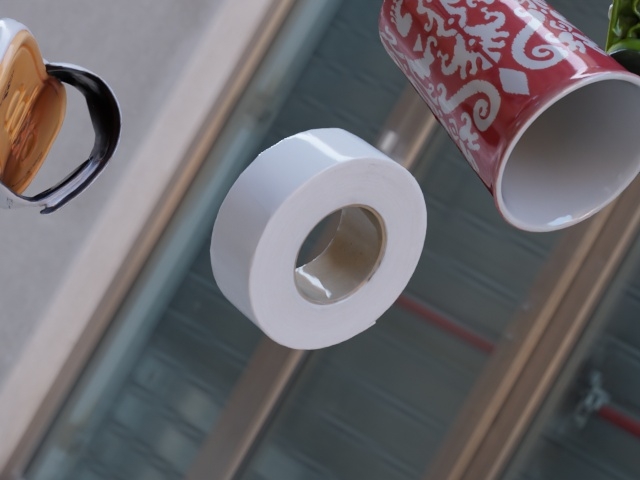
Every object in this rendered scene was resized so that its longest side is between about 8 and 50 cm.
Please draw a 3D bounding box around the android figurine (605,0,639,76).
[{"bbox_3d":[0.232,-0.179,1.077,0.056,0.248,0.273,10,21,12],"label":"android figurine"}]

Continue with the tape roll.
[{"bbox_3d":[0.000,0.000,2.002,0.286,0.286,0.100,32,4,-46],"label":"tape roll"}]

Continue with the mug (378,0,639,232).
[{"bbox_3d":[0.117,-0.089,0.950,0.169,0.113,0.150,55,-12,40],"label":"mug"}]

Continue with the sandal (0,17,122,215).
[{"bbox_3d":[-0.163,-0.060,0.914,0.076,0.102,0.265,23,-5,-3],"label":"sandal"}]
